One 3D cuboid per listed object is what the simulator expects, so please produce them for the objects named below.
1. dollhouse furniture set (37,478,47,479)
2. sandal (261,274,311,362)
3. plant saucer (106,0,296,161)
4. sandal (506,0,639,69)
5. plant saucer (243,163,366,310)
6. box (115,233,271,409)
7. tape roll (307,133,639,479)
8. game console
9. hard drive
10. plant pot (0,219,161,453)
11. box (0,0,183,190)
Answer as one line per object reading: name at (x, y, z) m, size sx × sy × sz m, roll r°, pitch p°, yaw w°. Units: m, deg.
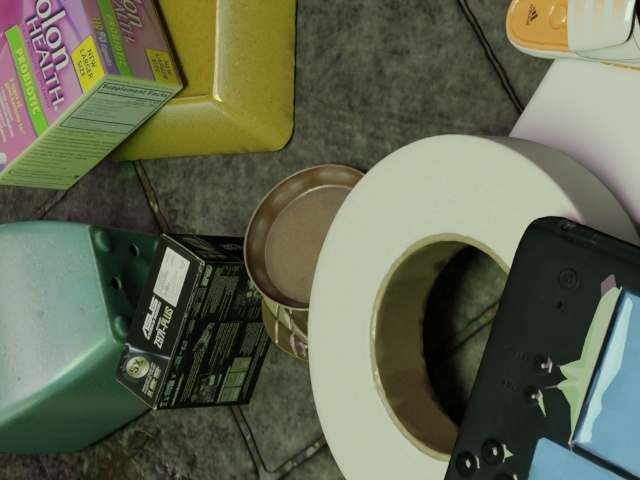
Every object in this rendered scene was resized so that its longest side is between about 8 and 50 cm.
dollhouse furniture set at (-0.239, 0.334, 1.699) m, size 0.356 × 0.174 × 0.303 m, roll -19°, pitch 113°, yaw 30°
sandal at (0.009, 0.102, 1.574) m, size 0.180 × 0.049 × 0.072 m, roll 32°, pitch 104°, yaw 24°
plant saucer at (-0.174, -0.268, 1.740) m, size 0.333 × 0.081 × 0.332 m, roll -1°, pitch 87°, yaw 43°
sandal at (0.236, -0.204, 1.294) m, size 0.265 × 0.076 × 0.101 m, roll 4°, pitch 82°, yaw 55°
plant saucer at (0.000, 0.000, 1.561) m, size 0.169 × 0.029 × 0.168 m, roll -11°, pitch 63°, yaw 22°
box at (-0.127, 0.089, 1.628) m, size 0.077 × 0.147 × 0.180 m, roll 31°, pitch 109°, yaw 39°
tape roll at (0.138, 0.098, 1.335) m, size 0.392 × 0.072 × 0.391 m, roll 3°, pitch 94°, yaw 48°
game console at (0.264, 0.196, 1.108) m, size 0.387 × 0.060 × 0.341 m, roll 25°, pitch 108°, yaw 39°
hard drive at (0.265, -0.104, 1.321) m, size 0.307 × 0.040 × 0.203 m, roll -61°, pitch 37°, yaw 22°
plant pot at (-0.298, 0.099, 1.736) m, size 0.252 × 0.247 × 0.247 m, roll -24°, pitch 71°, yaw 28°
box at (-0.305, -0.211, 1.723) m, size 0.243 × 0.117 × 0.213 m, roll -35°, pitch 65°, yaw 35°
